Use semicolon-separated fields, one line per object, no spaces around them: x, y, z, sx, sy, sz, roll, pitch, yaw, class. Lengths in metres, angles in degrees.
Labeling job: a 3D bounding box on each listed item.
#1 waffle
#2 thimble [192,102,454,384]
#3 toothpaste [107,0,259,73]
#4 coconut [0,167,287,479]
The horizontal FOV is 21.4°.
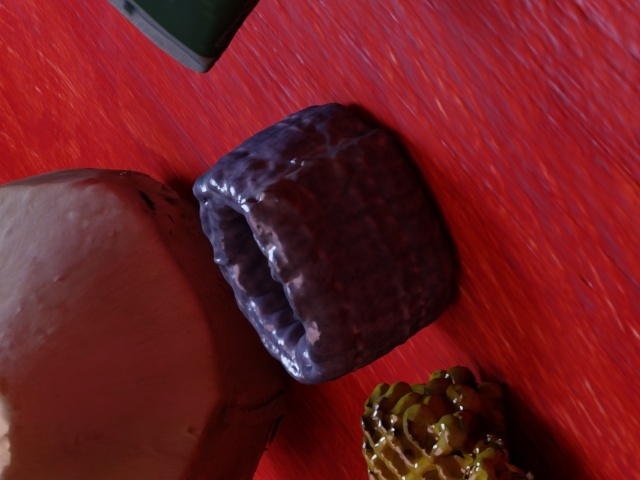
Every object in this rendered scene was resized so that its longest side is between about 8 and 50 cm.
0.099;0.167;0.998;0.197;0.070;0.193;13;129;63;waffle
0.001;0.002;0.976;0.150;0.097;0.150;52;160;27;thimble
-0.006;-0.173;0.694;0.099;0.061;0.392;43;149;-10;toothpaste
-0.196;0.109;1.341;0.353;0.352;0.353;52;159;29;coconut
